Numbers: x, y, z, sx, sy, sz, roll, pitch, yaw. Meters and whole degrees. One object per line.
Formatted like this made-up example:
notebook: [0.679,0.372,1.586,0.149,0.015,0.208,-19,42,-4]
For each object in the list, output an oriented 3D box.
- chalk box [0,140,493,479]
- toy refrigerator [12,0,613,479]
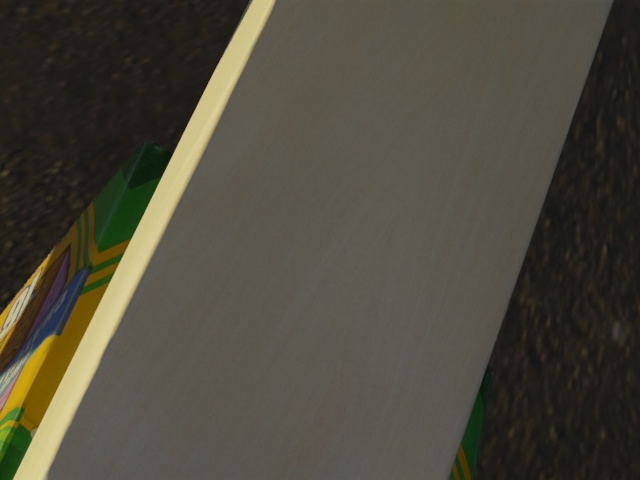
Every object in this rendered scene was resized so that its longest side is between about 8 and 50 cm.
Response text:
chalk box: [-0.071,0.138,0.680,0.180,0.289,0.179,34,124,-13]
toy refrigerator: [0.000,0.000,0.573,0.102,0.270,0.094,28,147,-9]
